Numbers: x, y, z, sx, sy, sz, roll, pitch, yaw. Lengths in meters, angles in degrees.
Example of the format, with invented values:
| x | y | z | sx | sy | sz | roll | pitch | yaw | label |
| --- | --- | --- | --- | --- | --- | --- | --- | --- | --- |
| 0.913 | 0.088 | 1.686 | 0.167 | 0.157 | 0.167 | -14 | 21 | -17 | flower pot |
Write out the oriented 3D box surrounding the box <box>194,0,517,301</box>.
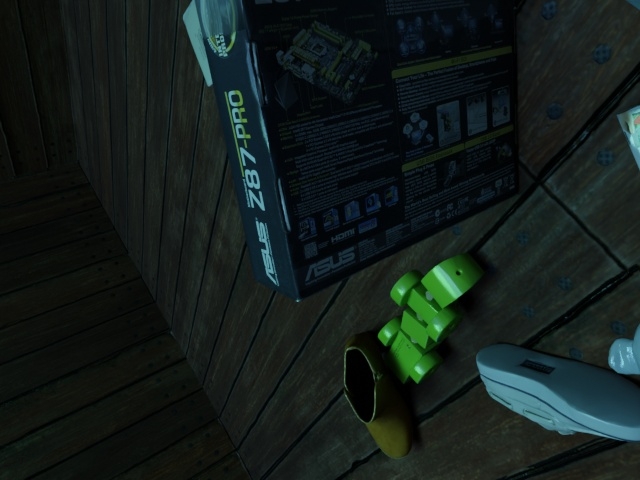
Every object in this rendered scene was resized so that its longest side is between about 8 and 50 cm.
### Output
| x | y | z | sx | sy | sz | roll | pitch | yaw | label |
| --- | --- | --- | --- | --- | --- | --- | --- | --- | --- |
| 0.079 | -0.152 | 0.585 | 0.097 | 0.395 | 0.318 | 19 | 124 | 49 | box |

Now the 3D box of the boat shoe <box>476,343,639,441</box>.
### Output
| x | y | z | sx | sy | sz | roll | pitch | yaw | label |
| --- | --- | --- | --- | --- | --- | --- | --- | --- | --- |
| 0.336 | 0.227 | 0.724 | 0.267 | 0.096 | 0.088 | 8 | 119 | 55 | boat shoe |

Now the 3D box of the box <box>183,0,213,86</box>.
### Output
| x | y | z | sx | sy | sz | roll | pitch | yaw | label |
| --- | --- | --- | --- | --- | --- | --- | --- | --- | --- |
| -0.083 | -0.357 | 0.850 | 0.148 | 0.232 | 0.127 | -11 | 100 | 58 | box |

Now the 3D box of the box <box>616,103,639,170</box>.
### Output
| x | y | z | sx | sy | sz | roll | pitch | yaw | label |
| --- | --- | --- | --- | --- | --- | --- | --- | --- | --- |
| 0.402 | -0.111 | 0.471 | 0.207 | 0.036 | 0.114 | -22 | 91 | 58 | box |

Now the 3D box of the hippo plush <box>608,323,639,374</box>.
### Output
| x | y | z | sx | sy | sz | roll | pitch | yaw | label |
| --- | --- | --- | --- | --- | --- | --- | --- | --- | --- |
| 0.384 | 0.174 | 0.471 | 0.236 | 0.294 | 0.234 | 53 | 124 | 35 | hippo plush |

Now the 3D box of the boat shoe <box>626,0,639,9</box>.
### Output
| x | y | z | sx | sy | sz | roll | pitch | yaw | label |
| --- | --- | --- | --- | --- | --- | --- | --- | --- | --- |
| 0.355 | -0.235 | 0.451 | 0.083 | 0.065 | 0.183 | -60 | 42 | 21 | boat shoe |

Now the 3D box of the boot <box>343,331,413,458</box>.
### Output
| x | y | z | sx | sy | sz | roll | pitch | yaw | label |
| --- | --- | --- | --- | --- | --- | --- | --- | --- | --- |
| 0.107 | 0.333 | 1.020 | 0.211 | 0.104 | 0.295 | -12 | -96 | -78 | boot |

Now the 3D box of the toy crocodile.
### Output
| x | y | z | sx | sy | sz | roll | pitch | yaw | label |
| --- | --- | --- | --- | --- | --- | --- | --- | --- | --- |
| 0.185 | 0.148 | 0.903 | 0.115 | 0.105 | 0.341 | 45 | 146 | 30 | toy crocodile |
